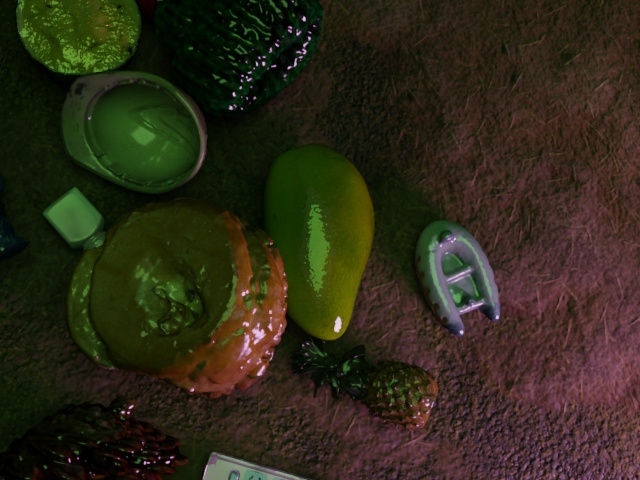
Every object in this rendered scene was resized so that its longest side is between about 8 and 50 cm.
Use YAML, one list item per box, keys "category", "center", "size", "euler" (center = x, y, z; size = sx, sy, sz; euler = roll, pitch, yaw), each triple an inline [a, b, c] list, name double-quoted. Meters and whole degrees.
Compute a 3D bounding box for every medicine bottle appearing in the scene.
- category: "medicine bottle"
  center: [-0.399, -0.021, 1.695]
  size: [0.074, 0.055, 0.118]
  euler: [-43, 87, -18]

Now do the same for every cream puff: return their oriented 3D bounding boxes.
- category: "cream puff"
  center: [-0.215, 0.099, 1.610]
  size: [0.343, 0.231, 0.327]
  euler: [-25, 73, 6]

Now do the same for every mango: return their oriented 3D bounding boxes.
- category: "mango"
  center: [0.000, 0.000, 1.715]
  size: [0.192, 0.156, 0.343]
  euler: [1, 75, -13]

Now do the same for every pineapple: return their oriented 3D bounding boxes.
- category: "pineapple"
  center: [0.067, 0.233, 1.703]
  size: [0.251, 0.125, 0.125]
  euler: [23, 73, 1]

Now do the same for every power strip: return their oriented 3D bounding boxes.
- category: "power strip"
  center: [-0.074, 0.432, 1.661]
  size: [0.279, 0.037, 0.109]
  euler: [18, 75, -7]

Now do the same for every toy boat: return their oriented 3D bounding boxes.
- category: "toy boat"
  center: [0.243, 0.060, 1.795]
  size: [0.134, 0.079, 0.208]
  euler: [-19, 83, -12]

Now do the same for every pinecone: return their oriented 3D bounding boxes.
- category: "pinecone"
  center: [-0.353, 0.370, 1.495]
  size: [0.296, 0.298, 0.242]
  euler: [-40, 83, -3]

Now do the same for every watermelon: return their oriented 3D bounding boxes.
- category: "watermelon"
  center: [-0.414, -0.364, 1.736]
  size: [0.204, 0.127, 0.232]
  euler: [-22, 79, -16]

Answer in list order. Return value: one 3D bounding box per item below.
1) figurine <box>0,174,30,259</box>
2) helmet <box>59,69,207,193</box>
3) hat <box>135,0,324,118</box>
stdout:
- category: "figurine"
  center: [-0.586, -0.063, 1.620]
  size: [0.262, 0.121, 0.164]
  euler: [43, 80, 10]
- category: "helmet"
  center: [-0.293, -0.196, 1.719]
  size: [0.257, 0.137, 0.204]
  euler: [18, 112, 9]
- category: "hat"
  center: [-0.185, -0.392, 1.746]
  size: [0.332, 0.242, 0.274]
  euler: [39, 59, 13]
